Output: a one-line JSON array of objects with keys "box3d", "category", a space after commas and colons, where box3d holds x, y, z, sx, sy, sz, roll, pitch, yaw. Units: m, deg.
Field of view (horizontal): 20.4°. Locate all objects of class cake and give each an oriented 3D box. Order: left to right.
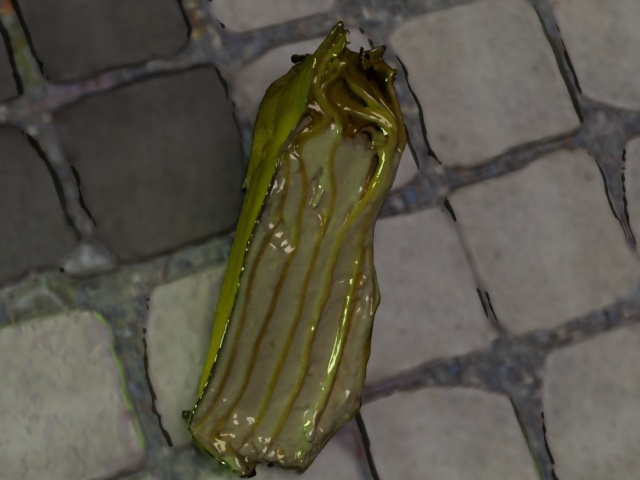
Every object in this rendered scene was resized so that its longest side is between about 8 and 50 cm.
[{"box3d": [0.004, 0.002, 0.735, 0.079, 0.116, 0.185, 22, 64, -13], "category": "cake"}]
